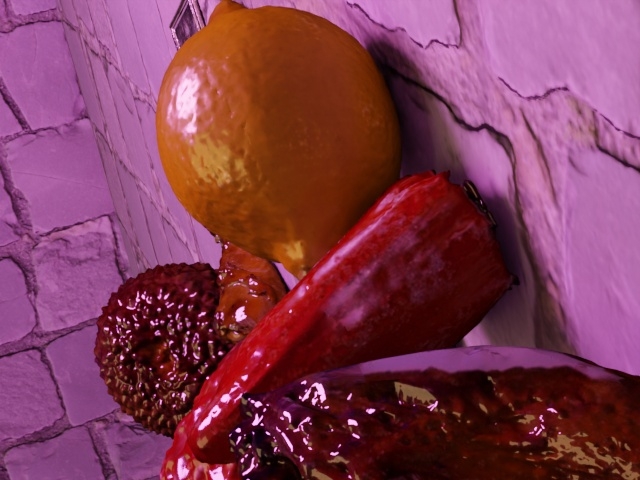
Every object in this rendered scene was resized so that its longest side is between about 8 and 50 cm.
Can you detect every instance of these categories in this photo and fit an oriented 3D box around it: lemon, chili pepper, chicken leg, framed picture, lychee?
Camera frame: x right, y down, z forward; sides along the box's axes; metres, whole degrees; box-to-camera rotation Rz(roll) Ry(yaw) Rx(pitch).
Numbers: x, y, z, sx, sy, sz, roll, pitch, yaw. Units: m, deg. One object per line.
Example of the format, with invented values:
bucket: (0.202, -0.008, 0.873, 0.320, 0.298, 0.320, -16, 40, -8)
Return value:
lemon: (-0.031, -0.078, 0.909, 0.187, 0.187, 0.244, 107, 141, -66)
chili pepper: (0.011, 0.066, 0.817, 0.136, 0.253, 0.144, 59, 166, -23)
chicken leg: (-0.101, 0.035, 1.504, 0.087, 0.107, 0.251, 23, -144, -44)
framed picture: (-0.160, -0.236, 1.517, 0.183, 0.011, 0.142, 162, 90, -76)
chicken leg: (0.121, 0.112, 0.607, 0.407, 0.158, 0.095, 6, 114, 40)
lychee: (-0.178, 0.143, 1.635, 0.271, 0.271, 0.271, 162, 90, -75)

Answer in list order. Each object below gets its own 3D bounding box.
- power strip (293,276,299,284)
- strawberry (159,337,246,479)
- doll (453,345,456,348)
power strip: (0.000, 0.000, 1.131, 0.098, 0.058, 0.338, 146, 105, -75)
strawberry: (-0.062, 0.282, 1.277, 0.310, 0.292, 0.292, 61, 163, 14)
doll: (0.092, 0.106, 0.983, 0.037, 0.027, 0.125, 53, 158, 31)
